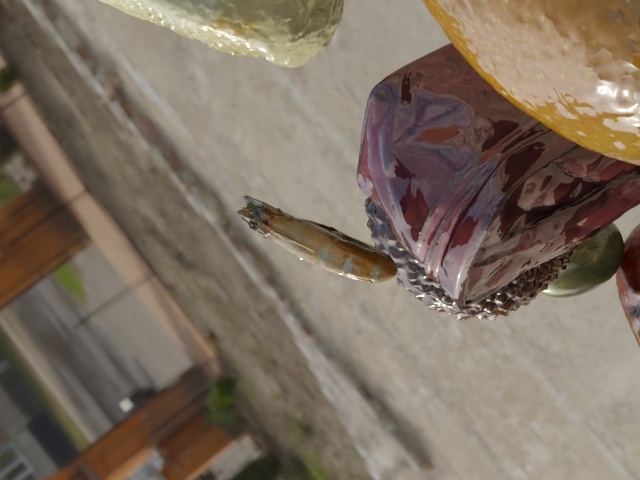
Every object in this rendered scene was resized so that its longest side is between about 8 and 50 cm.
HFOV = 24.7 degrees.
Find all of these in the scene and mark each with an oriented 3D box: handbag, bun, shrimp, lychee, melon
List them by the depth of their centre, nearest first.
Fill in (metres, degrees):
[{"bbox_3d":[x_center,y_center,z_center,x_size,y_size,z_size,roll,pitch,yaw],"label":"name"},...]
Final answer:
[{"bbox_3d":[0.000,0.000,0.924,0.108,0.023,0.059,27,-163,16],"label":"shrimp"},{"bbox_3d":[0.142,-0.065,0.960,0.135,0.225,0.146,50,152,26],"label":"handbag"},{"bbox_3d":[-0.073,-0.194,1.039,0.188,0.111,0.164,21,-179,19],"label":"bun"},{"bbox_3d":[0.159,-0.048,1.638,0.271,0.271,0.271,48,165,18],"label":"lychee"},{"bbox_3d":[0.306,0.019,1.771,0.098,0.130,0.098,155,90,-88],"label":"melon"}]

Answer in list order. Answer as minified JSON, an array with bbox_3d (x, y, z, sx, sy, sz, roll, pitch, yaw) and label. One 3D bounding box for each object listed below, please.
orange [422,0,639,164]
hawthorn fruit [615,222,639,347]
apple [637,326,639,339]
[{"bbox_3d":[0.157,-0.156,0.613,0.264,0.264,0.264,48,165,18],"label":"orange"},{"bbox_3d":[0.537,0.057,1.776,0.287,0.330,0.287,173,90,-69],"label":"hawthorn fruit"},{"bbox_3d":[0.434,0.089,1.174,0.309,0.314,0.252,26,141,-17],"label":"apple"}]
